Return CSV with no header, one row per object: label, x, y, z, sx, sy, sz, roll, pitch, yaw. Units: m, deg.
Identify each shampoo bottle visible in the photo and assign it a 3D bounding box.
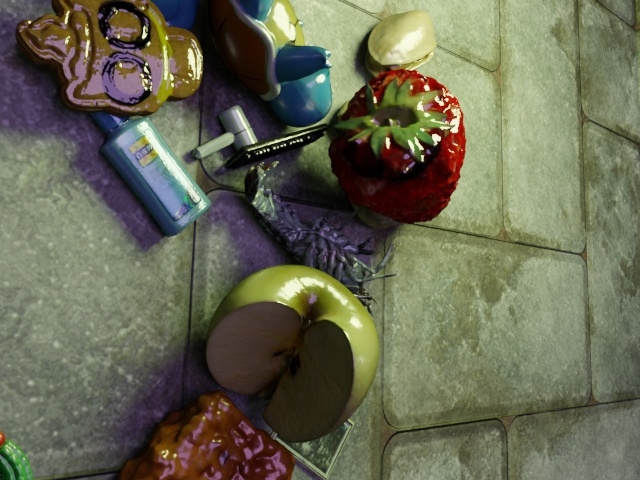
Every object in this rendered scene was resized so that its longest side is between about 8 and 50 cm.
shampoo bottle,-0.300,-0.136,1.010,0.104,0.061,0.259,-46,113,-30

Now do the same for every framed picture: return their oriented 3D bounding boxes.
framed picture,-0.012,0.394,1.218,0.183,0.011,0.142,47,59,-26

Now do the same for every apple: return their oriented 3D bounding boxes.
apple,-0.041,0.186,1.052,0.295,0.258,0.233,29,36,9

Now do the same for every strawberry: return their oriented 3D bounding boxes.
strawberry,0.155,-0.173,1.196,0.291,0.310,0.292,1,66,-1

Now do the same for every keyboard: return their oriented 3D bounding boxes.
keyboard,-0.080,-0.190,1.177,0.230,0.093,0.025,-25,90,-38

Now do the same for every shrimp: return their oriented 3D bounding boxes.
shrimp,0.000,0.004,1.191,0.410,0.166,0.221,36,41,-16

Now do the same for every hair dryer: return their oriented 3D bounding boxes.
hair dryer,-0.192,-0.195,1.122,0.137,0.047,0.082,-35,106,-29

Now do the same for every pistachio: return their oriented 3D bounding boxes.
pistachio,0.196,-0.472,1.424,0.152,0.126,0.223,33,63,10

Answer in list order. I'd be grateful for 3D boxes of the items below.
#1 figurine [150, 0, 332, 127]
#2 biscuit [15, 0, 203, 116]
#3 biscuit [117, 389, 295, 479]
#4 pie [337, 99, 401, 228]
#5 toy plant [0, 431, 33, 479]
figurine,-0.113,-0.392,1.099,0.416,0.298,0.243,29,101,-31
biscuit,-0.323,-0.305,0.940,0.290,0.041,0.209,-2,89,-35
biscuit,-0.191,0.446,1.003,0.312,0.110,0.318,48,57,-22
pie,0.157,-0.186,1.387,0.337,0.075,0.338,7,79,-40
toy plant,-0.472,0.344,0.796,0.154,0.088,0.241,-6,85,-38
